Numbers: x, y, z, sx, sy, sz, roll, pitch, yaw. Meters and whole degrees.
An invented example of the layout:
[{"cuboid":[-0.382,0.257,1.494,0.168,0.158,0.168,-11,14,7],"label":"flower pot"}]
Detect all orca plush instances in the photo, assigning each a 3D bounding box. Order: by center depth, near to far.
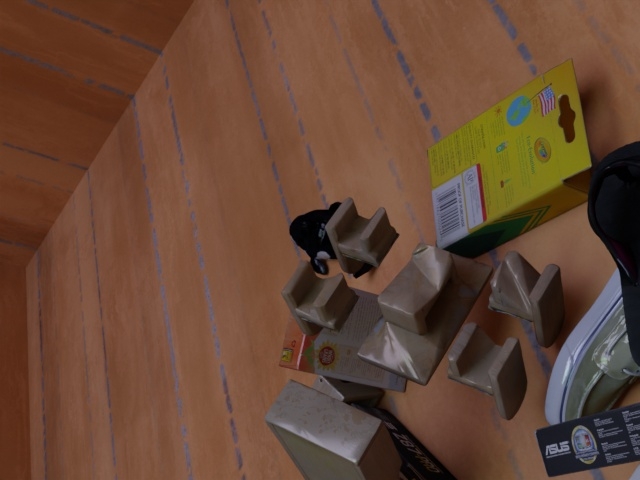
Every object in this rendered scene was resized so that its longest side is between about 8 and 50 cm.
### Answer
[{"cuboid":[0.000,0.000,1.860,0.151,0.102,0.287,-63,35,14],"label":"orca plush"}]

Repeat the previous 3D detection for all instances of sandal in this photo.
[{"cuboid":[0.406,-0.017,1.126,0.168,0.107,0.445,-37,25,26],"label":"sandal"}]

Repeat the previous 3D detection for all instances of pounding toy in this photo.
[{"cuboid":[0.029,0.298,1.675,0.100,0.141,0.130,40,113,35],"label":"pounding toy"}]

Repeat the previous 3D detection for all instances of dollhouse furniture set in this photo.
[{"cuboid":[0.122,0.194,1.391,0.362,0.256,0.394,19,61,30],"label":"dollhouse furniture set"}]

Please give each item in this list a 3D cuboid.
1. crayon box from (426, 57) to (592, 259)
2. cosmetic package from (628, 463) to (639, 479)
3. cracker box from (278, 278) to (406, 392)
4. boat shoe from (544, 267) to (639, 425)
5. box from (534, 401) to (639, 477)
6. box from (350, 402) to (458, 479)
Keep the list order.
[{"cuboid":[0.313,-0.121,1.482,0.318,0.081,0.202,-32,51,46],"label":"crayon box"},{"cuboid":[0.439,0.357,0.953,0.225,0.224,0.138,43,112,53],"label":"cosmetic package"},{"cuboid":[0.053,0.163,1.591,0.067,0.232,0.155,0,75,56],"label":"cracker box"},{"cuboid":[0.400,0.133,1.222,0.094,0.109,0.302,37,103,53],"label":"boat shoe"},{"cuboid":[0.403,0.197,1.023,0.270,0.216,0.060,136,124,-62],"label":"box"},{"cuboid":[0.076,0.519,1.525,0.318,0.097,0.394,37,106,53],"label":"box"}]
